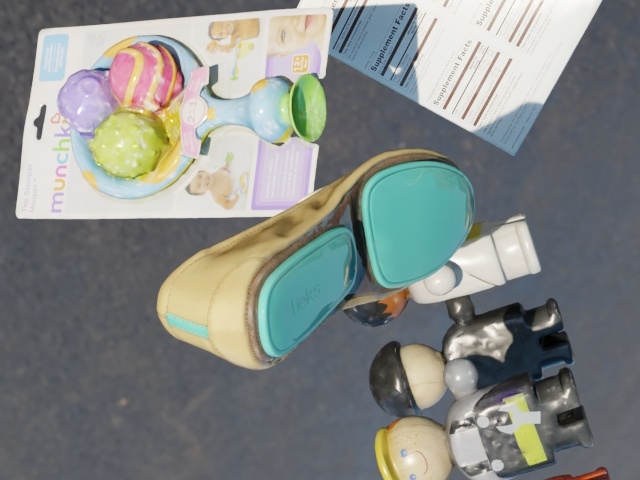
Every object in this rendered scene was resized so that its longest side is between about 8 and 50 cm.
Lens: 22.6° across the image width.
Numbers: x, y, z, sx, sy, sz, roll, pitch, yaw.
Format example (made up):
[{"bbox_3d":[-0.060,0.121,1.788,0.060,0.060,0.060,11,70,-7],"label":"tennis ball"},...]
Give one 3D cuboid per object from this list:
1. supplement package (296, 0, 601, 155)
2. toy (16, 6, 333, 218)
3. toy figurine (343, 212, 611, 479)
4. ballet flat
[{"bbox_3d":[0.110,-0.196,1.287,0.149,0.203,0.194,-62,176,19],"label":"supplement package"},{"bbox_3d":[-0.110,-0.086,1.040,0.237,0.136,0.056,1,169,27],"label":"toy"},{"bbox_3d":[0.098,0.105,1.063,0.148,0.213,0.209,-17,146,9],"label":"toy figurine"},{"bbox_3d":[0.000,0.000,0.840,0.073,0.080,0.232,5,-162,32],"label":"ballet flat"}]
